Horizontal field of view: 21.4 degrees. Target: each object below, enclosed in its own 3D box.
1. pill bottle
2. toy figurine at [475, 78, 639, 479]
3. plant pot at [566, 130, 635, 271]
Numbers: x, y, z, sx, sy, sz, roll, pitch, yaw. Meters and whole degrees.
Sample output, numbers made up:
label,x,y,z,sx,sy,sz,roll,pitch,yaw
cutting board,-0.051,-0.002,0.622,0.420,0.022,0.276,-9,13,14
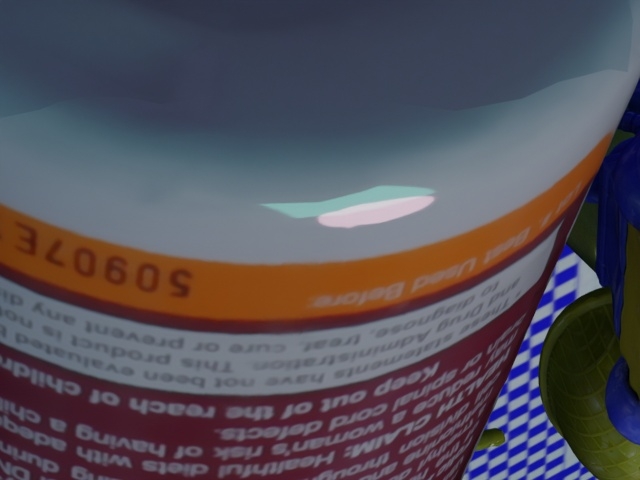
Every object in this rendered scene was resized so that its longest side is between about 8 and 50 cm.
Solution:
label,x,y,z,sx,sy,sz,roll,pitch,yaw
pill bottle,-0.050,0.023,0.564,0.224,0.224,0.392,-18,147,-24
toy figurine,0.117,0.050,0.667,0.191,0.217,0.362,-9,133,-5
plant pot,0.131,-0.027,0.812,0.083,0.079,0.083,-24,151,-14
